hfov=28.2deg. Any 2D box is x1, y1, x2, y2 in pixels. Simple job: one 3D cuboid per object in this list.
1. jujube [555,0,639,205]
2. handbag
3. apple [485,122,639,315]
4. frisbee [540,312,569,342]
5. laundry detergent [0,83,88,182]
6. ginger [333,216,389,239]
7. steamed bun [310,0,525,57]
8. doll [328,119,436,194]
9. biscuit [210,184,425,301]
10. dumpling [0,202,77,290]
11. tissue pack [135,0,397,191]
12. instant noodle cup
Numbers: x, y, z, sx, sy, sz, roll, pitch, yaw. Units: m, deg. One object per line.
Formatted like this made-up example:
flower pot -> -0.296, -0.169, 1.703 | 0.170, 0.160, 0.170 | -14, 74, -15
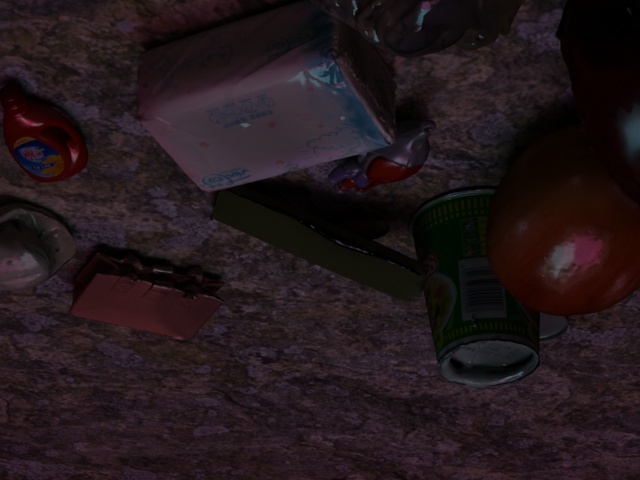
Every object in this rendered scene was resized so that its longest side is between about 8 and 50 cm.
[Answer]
jujube -> 0.419, -0.163, 1.423 | 0.276, 0.276, 0.377 | -18, 146, 26
handbag -> -0.274, 0.085, 2.008 | 0.212, 0.059, 0.157 | 15, 146, -24
apple -> 0.346, -0.026, 1.668 | 0.242, 0.242, 0.241 | 11, 145, -17
frisbee -> 0.359, 0.140, 2.128 | 0.110, 0.014, 0.110 | 1, 147, 1
laundry detergent -> -0.368, -0.143, 1.662 | 0.097, 0.049, 0.165 | -12, 145, 6
ginger -> 0.034, -0.010, 1.874 | 0.137, 0.044, 0.057 | -5, 129, 5
steamed bun -> 0.085, -0.293, 1.279 | 0.280, 0.207, 0.268 | 13, 146, -16
doll -> 0.089, -0.109, 1.686 | 0.102, 0.075, 0.227 | 0, 160, -26
biscuit -> 0.000, 0.000, 1.811 | 0.322, 0.038, 0.099 | 22, 148, 0
dumpling -> -0.452, 0.010, 1.850 | 0.199, 0.118, 0.136 | -18, 138, -23
tissue pack -> -0.063, -0.172, 1.548 | 0.271, 0.124, 0.201 | -13, 142, 21
instant noodle cup -> 0.234, 0.074, 1.824 | 0.207, 0.233, 0.207 | 0, 147, 0
